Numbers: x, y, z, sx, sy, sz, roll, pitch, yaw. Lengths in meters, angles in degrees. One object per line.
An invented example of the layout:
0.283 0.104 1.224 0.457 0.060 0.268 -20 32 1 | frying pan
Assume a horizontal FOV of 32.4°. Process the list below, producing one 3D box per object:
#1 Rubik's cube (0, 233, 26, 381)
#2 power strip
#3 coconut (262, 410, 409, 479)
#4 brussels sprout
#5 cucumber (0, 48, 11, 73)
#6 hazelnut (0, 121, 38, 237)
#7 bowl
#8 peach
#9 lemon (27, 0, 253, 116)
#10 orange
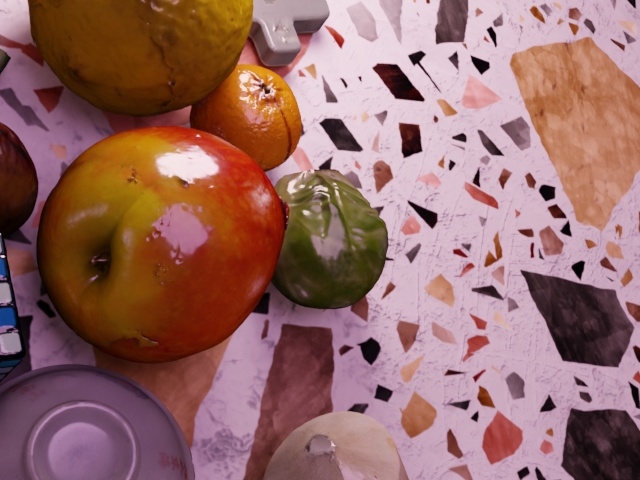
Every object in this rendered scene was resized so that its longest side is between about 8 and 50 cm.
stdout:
-0.516 0.106 1.469 0.184 0.187 0.182 -2 70 -34 | Rubik's cube
-0.101 -0.415 2.037 0.265 0.059 0.194 -10 70 -34 | power strip
0.028 0.377 1.653 0.241 0.241 0.241 13 63 -27 | coconut
0.000 0.000 1.827 0.244 0.244 0.244 13 63 -27 | brussels sprout
-0.554 -0.271 1.692 0.116 0.062 0.115 34 57 -23 | cucumber
-0.516 -0.090 1.560 0.229 0.229 0.230 13 63 -27 | hazelnut
-0.323 0.304 1.473 0.345 0.157 0.346 7 62 -14 | bowl
-0.221 0.005 1.615 0.370 0.370 0.370 13 63 -27 | peach
-0.275 -0.380 1.742 0.350 0.350 0.387 39 51 -12 | lemon
-0.122 -0.207 1.869 0.193 0.161 0.193 10 69 -26 | orange
